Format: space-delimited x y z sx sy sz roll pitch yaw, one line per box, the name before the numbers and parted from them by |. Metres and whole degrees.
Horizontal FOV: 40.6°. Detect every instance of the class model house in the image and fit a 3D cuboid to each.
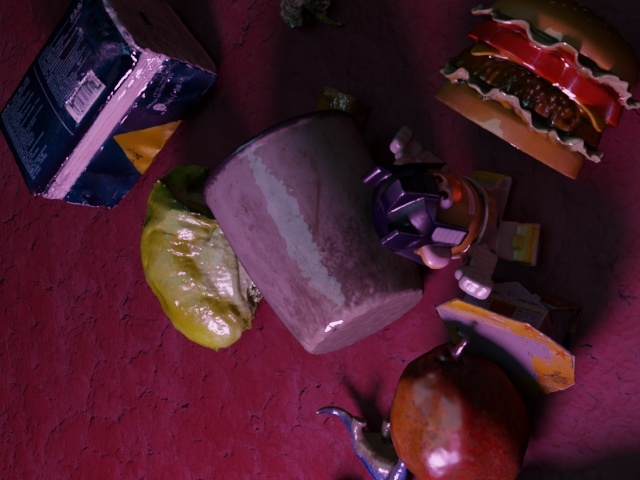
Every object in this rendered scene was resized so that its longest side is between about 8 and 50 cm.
model house | 0.305 0.115 1.280 0.219 0.207 0.136 15 57 37

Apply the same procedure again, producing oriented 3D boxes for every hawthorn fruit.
hawthorn fruit | 0.204 0.246 1.279 0.208 0.208 0.248 11 116 37

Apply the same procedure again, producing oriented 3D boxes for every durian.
durian | -0.220 0.035 1.630 0.256 0.204 0.339 15 95 25

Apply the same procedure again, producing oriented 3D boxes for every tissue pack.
tissue pack | -0.451 -0.295 1.797 0.416 0.253 0.264 -47 62 23

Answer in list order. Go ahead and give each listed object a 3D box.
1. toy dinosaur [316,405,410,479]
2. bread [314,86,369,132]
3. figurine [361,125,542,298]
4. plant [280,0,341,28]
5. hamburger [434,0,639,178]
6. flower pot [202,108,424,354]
toy dinosaur | 0.086 0.390 1.451 0.248 0.075 0.188 23 106 30
bread | 0.035 -0.228 1.545 0.083 0.077 0.070 24 96 35
figurine | 0.185 -0.037 1.281 0.308 0.309 0.143 43 120 31
plant | -0.010 -0.433 1.616 0.122 0.104 0.116 45 155 -1
hamburger | 0.315 -0.234 1.222 0.274 0.274 0.212 39 107 32
flower pot | 0.000 0.000 1.430 0.294 0.294 0.330 -35 72 28
